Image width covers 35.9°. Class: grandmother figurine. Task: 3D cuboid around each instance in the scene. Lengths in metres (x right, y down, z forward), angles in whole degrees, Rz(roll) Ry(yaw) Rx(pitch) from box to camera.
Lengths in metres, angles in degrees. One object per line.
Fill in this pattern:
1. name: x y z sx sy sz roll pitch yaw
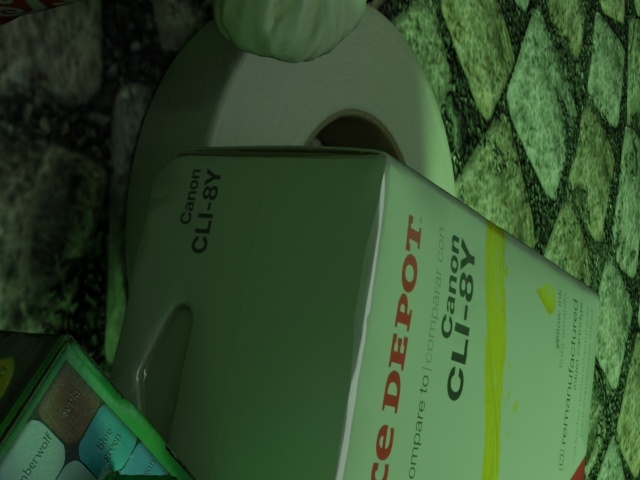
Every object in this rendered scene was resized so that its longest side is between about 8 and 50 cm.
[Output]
1. grandmother figurine: 0.019 -0.197 0.674 0.342 0.207 0.104 -56 138 -60

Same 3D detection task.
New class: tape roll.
1. tape roll: 0.000 0.000 0.802 0.392 0.072 0.392 -1 91 -57

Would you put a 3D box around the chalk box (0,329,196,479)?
1. chalk box: -0.149 0.129 0.445 0.132 0.213 0.132 -61 138 -35

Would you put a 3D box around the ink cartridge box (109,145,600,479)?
1. ink cartridge box: 0.047 0.126 0.666 0.384 0.160 0.279 25 71 -54

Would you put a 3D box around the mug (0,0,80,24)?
1. mug: -0.118 -0.183 0.523 0.150 0.169 0.113 -36 120 -50
